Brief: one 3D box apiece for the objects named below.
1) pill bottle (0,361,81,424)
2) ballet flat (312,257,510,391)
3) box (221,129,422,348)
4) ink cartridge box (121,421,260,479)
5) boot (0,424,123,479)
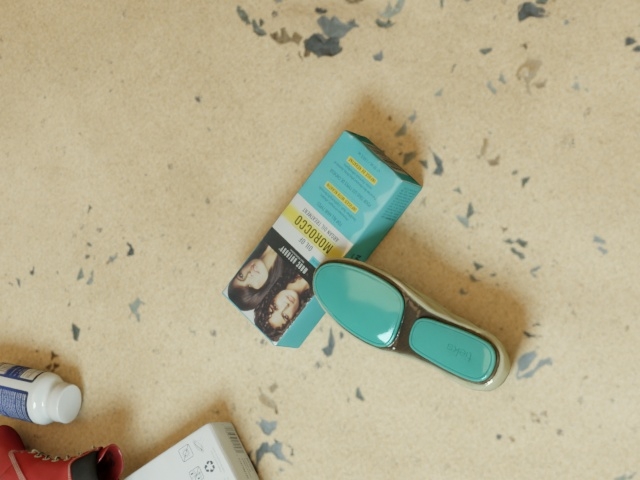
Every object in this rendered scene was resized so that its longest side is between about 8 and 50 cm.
[{"bbox_3d":[-0.362,0.194,1.953,0.120,0.067,0.067,9,88,28],"label":"pill bottle"},{"bbox_3d":[0.104,0.093,1.717,0.248,0.086,0.086,31,98,24],"label":"ballet flat"},{"bbox_3d":[0.000,0.000,1.793,0.100,0.060,0.244,43,103,25],"label":"box"},{"bbox_3d":[-0.208,0.369,1.858,0.332,0.065,0.165,-34,70,18],"label":"ink cartridge box"},{"bbox_3d":[-0.321,0.275,1.889,0.176,0.088,0.244,-39,36,4],"label":"boot"}]
